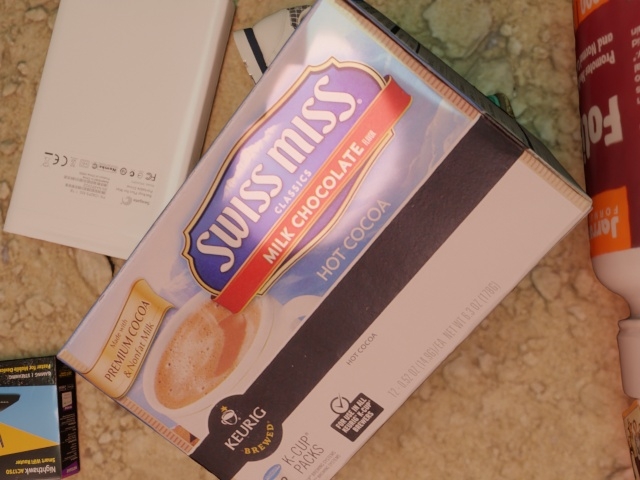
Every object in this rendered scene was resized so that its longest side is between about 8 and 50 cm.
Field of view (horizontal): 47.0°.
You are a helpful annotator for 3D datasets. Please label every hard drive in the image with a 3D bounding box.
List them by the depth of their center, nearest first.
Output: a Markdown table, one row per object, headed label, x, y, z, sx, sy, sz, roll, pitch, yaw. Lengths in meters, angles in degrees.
| label | x | y | z | sx | sy | sz | roll | pitch | yaw |
| --- | --- | --- | --- | --- | --- | --- | --- | --- | --- |
| hard drive | -0.228 | -0.138 | 0.834 | 0.203 | 0.040 | 0.307 | 12 | 86 | 13 |

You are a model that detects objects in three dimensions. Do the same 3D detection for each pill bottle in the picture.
| label | x | y | z | sx | sy | sz | roll | pitch | yaw |
| --- | --- | --- | --- | --- | --- | --- | --- | --- | --- |
| pill bottle | 0.338 | -0.069 | 0.617 | 0.224 | 0.224 | 0.392 | -3 | 83 | 11 |

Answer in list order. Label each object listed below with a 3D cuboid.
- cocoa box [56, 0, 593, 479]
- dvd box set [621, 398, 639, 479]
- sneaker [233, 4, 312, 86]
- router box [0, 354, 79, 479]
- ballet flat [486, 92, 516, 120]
| label | x | y | z | sx | sy | sz | roll | pitch | yaw |
| --- | --- | --- | --- | --- | --- | --- | --- | --- | --- |
| cocoa box | 0.000 | 0.000 | 0.614 | 0.228 | 0.231 | 0.347 | 38 | 107 | -5 |
| dvd box set | 0.421 | 0.323 | 0.540 | 0.308 | 0.062 | 0.420 | -2 | 61 | 2 |
| sneaker | -0.007 | -0.138 | 0.770 | 0.095 | 0.090 | 0.235 | -24 | 81 | -1 |
| router box | -0.362 | 0.201 | 0.822 | 0.179 | 0.046 | 0.133 | -8 | 83 | 11 |
| ballet flat | 0.179 | -0.042 | 0.736 | 0.067 | 0.073 | 0.206 | 10 | 89 | -15 |
